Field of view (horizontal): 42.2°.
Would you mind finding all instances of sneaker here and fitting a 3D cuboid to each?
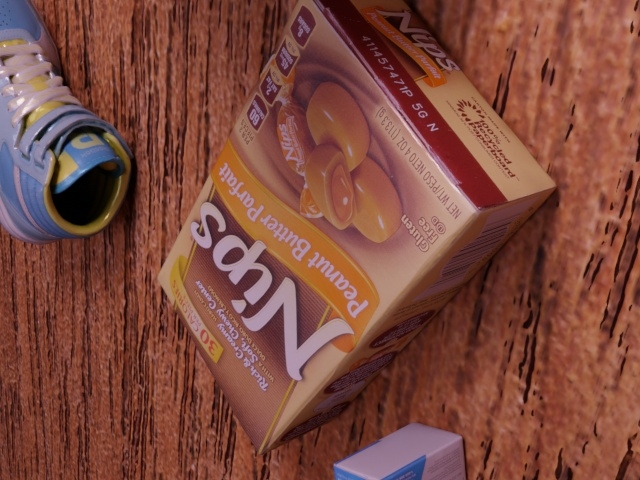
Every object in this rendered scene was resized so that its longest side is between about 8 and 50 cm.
[{"bbox_3d":[-0.287,-0.146,0.866,0.208,0.127,0.319,7,116,50],"label":"sneaker"}]

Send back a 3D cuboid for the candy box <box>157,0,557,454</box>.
[{"bbox_3d":[0.000,0.000,0.603,0.183,0.087,0.316,56,136,21],"label":"candy box"}]

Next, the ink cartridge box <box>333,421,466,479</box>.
[{"bbox_3d":[0.062,0.207,0.595,0.052,0.088,0.123,3,104,48],"label":"ink cartridge box"}]
